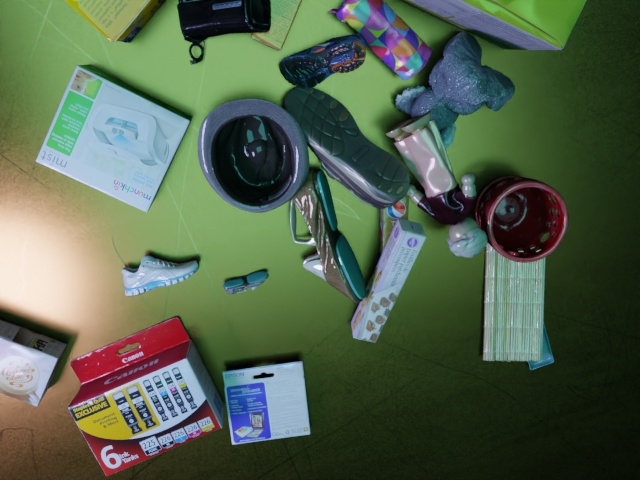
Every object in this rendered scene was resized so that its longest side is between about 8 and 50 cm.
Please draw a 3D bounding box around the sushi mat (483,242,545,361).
[{"bbox_3d":[0.491,0.159,1.841,0.151,0.019,0.317,-1,101,0],"label":"sushi mat"}]

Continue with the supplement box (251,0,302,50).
[{"bbox_3d":[-0.076,-0.538,1.590,0.080,0.078,0.234,20,101,-10],"label":"supplement box"}]

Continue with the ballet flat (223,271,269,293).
[{"bbox_3d":[-0.179,0.106,1.774,0.114,0.041,0.041,-15,106,-1],"label":"ballet flat"}]

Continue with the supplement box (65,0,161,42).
[{"bbox_3d":[-0.483,-0.595,1.476,0.356,0.194,0.195,41,98,-14],"label":"supplement box"}]

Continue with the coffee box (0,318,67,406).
[{"bbox_3d":[-0.754,0.274,1.726,0.246,0.098,0.141,25,101,-11],"label":"coffee box"}]

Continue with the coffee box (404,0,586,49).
[{"bbox_3d":[0.363,-0.610,1.480,0.338,0.334,0.338,21,101,-11],"label":"coffee box"}]

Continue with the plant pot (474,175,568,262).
[{"bbox_3d":[0.461,-0.061,1.716,0.191,0.174,0.191,-2,105,-6],"label":"plant pot"}]

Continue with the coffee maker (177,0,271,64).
[{"bbox_3d":[-0.199,-0.475,1.547,0.178,0.120,0.171,4,122,26],"label":"coffee maker"}]

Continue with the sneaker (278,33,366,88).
[{"bbox_3d":[0.008,-0.401,1.615,0.221,0.087,0.083,-6,127,27],"label":"sneaker"}]

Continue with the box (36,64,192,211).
[{"bbox_3d":[-0.452,-0.226,1.613,0.261,0.127,0.231,26,99,-12],"label":"box"}]

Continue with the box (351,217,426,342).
[{"bbox_3d":[0.158,0.100,1.741,0.063,0.067,0.324,14,120,-15],"label":"box"}]

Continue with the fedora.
[{"bbox_3d":[-0.146,-0.204,1.638,0.243,0.124,0.276,-12,118,7],"label":"fedora"}]

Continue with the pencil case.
[{"bbox_3d":[0.140,-0.464,1.619,0.236,0.104,0.104,41,98,-13],"label":"pencil case"}]

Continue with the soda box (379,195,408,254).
[{"bbox_3d":[0.177,-0.051,1.752,0.061,0.058,0.182,-1,105,-5],"label":"soda box"}]

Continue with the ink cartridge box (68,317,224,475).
[{"bbox_3d":[-0.431,0.376,1.769,0.309,0.130,0.272,-24,104,1],"label":"ink cartridge box"}]

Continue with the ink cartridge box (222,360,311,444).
[{"bbox_3d":[-0.135,0.406,1.848,0.206,0.045,0.209,-6,106,-4],"label":"ink cartridge box"}]

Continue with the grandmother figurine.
[{"bbox_3d":[0.276,-0.113,1.624,0.104,0.207,0.343,-33,103,-20],"label":"grandmother figurine"}]

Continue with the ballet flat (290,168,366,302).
[{"bbox_3d":[0.000,0.000,1.731,0.124,0.116,0.343,-16,106,20],"label":"ballet flat"}]

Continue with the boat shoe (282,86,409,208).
[{"bbox_3d":[0.040,-0.196,1.651,0.132,0.130,0.355,-39,81,-28],"label":"boat shoe"}]

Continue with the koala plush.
[{"bbox_3d":[0.287,-0.324,1.638,0.221,0.203,0.196,-41,89,31],"label":"koala plush"}]

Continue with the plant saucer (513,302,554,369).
[{"bbox_3d":[0.550,0.240,1.885,0.067,0.018,0.192,-19,106,0],"label":"plant saucer"}]

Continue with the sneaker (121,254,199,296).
[{"bbox_3d":[-0.384,0.069,1.726,0.190,0.071,0.083,-17,100,-1],"label":"sneaker"}]
